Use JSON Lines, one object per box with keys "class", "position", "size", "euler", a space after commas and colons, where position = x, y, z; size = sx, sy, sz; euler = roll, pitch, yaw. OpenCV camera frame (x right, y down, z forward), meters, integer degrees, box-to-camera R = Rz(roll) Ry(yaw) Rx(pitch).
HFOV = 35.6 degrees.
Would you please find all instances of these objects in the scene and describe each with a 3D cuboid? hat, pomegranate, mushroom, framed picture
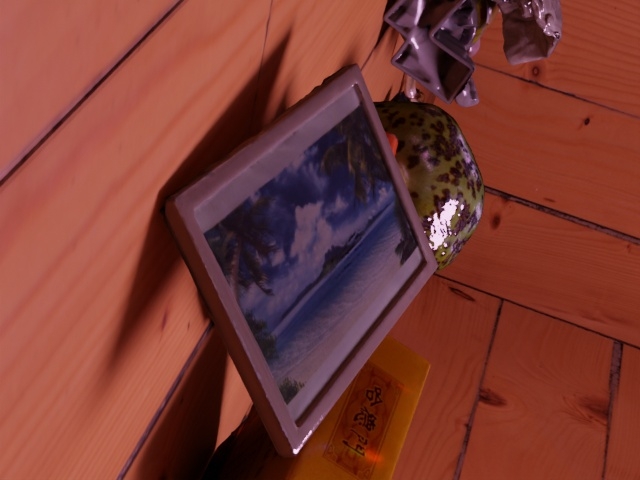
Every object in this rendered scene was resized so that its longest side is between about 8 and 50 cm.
{"class": "hat", "position": [0.304, -0.400, 1.499], "size": [0.214, 0.149, 0.244], "euler": [45, 55, -43]}
{"class": "pomegranate", "position": [0.098, -0.072, 1.343], "size": [0.254, 0.254, 0.270], "euler": [-70, 160, 0]}
{"class": "mushroom", "position": [0.205, -0.353, 2.150], "size": [0.187, 0.060, 0.061], "euler": [99, 11, -46]}
{"class": "framed picture", "position": [0.000, 0.000, 0.870], "size": [0.315, 0.024, 0.232], "euler": [-45, 118, -49]}

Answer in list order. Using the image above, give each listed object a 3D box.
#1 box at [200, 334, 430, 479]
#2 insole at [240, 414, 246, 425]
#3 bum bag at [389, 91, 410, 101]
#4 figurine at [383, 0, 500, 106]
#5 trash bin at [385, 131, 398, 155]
{"class": "box", "position": [-0.051, 0.299, 1.202], "size": [0.415, 0.116, 0.264], "euler": [-49, -169, 43]}
{"class": "insole", "position": [-0.143, 0.334, 1.577], "size": [0.045, 0.002, 0.135], "euler": [102, 10, -48]}
{"class": "bum bag", "position": [0.124, -0.158, 1.906], "size": [0.340, 0.095, 0.144], "euler": [-71, 170, -55]}
{"class": "figurine", "position": [0.210, -0.376, 1.620], "size": [0.285, 0.167, 0.342], "euler": [-55, 160, -56]}
{"class": "trash bin", "position": [-0.007, 0.002, 1.047], "size": [0.184, 0.161, 0.238], "euler": [95, 13, -67]}
